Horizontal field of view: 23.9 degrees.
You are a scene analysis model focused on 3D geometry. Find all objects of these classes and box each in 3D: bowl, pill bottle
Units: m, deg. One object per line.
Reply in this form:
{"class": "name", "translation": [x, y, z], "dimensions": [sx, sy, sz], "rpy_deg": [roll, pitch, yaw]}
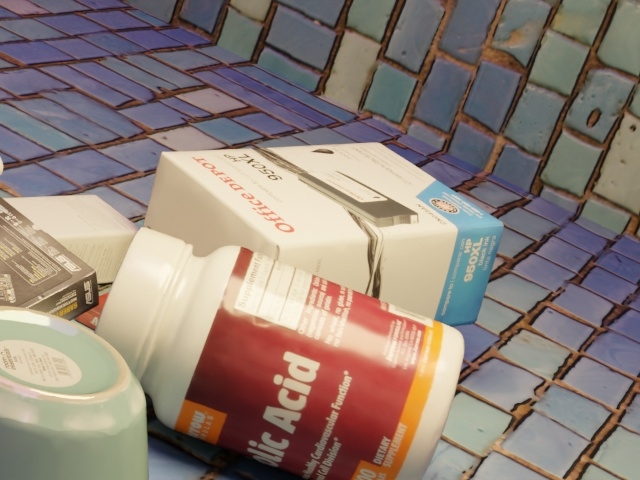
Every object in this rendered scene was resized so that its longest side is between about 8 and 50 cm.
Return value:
{"class": "bowl", "translation": [-0.292, 0.174, 1.465], "dimensions": [0.311, 0.163, 0.311], "rpy_deg": [19, 17, -6]}
{"class": "pill bottle", "translation": [-0.055, 0.139, 1.725], "dimensions": [0.392, 0.224, 0.224], "rpy_deg": [20, 18, -2]}

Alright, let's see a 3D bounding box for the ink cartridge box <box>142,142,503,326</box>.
{"class": "ink cartridge box", "translation": [0.000, 0.000, 2.036], "dimensions": [0.395, 0.166, 0.285], "rpy_deg": [-6, 30, -39]}

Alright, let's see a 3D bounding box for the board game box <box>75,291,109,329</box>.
{"class": "board game box", "translation": [-0.159, 0.137, 1.931], "dimensions": [0.281, 0.027, 0.145], "rpy_deg": [27, 20, 16]}

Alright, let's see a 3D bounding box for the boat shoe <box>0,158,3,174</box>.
{"class": "boat shoe", "translation": [-0.554, -0.166, 2.257], "dimensions": [0.096, 0.098, 0.277], "rpy_deg": [5, 33, -41]}

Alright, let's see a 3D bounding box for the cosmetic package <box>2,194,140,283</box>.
{"class": "cosmetic package", "translation": [-0.358, 0.002, 2.007], "dimensions": [0.117, 0.085, 0.231], "rpy_deg": [34, 25, 34]}

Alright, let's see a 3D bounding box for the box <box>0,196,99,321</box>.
{"class": "box", "translation": [-0.401, 0.040, 1.777], "dimensions": [0.183, 0.056, 0.231], "rpy_deg": [-31, 49, -34]}
